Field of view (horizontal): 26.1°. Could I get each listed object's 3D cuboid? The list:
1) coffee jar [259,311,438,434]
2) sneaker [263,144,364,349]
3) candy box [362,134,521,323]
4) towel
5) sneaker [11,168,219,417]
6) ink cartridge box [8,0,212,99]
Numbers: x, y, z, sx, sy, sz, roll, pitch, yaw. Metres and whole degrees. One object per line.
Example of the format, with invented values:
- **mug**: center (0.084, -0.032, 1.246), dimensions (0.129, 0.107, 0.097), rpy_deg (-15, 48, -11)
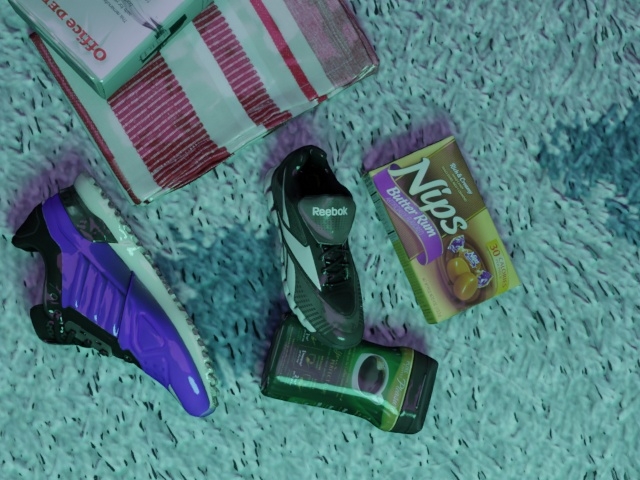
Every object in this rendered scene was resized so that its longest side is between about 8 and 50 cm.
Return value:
- **coffee jar**: center (0.033, 0.148, 1.511), dimensions (0.184, 0.079, 0.096), rpy_deg (18, 76, -5)
- **sneaker**: center (0.000, 0.000, 1.473), dimensions (0.078, 0.106, 0.234), rpy_deg (-6, 66, -24)
- **candy box**: center (0.136, -0.012, 1.555), dimensions (0.109, 0.053, 0.186), rpy_deg (-23, 89, -9)
- **towel**: center (-0.126, -0.214, 1.548), dimensions (0.329, 0.037, 0.237), rpy_deg (-31, 88, -9)
- **sneaker**: center (-0.227, 0.082, 1.479), dimensions (0.146, 0.102, 0.293), rpy_deg (-33, 85, -5)
- **ink cartridge box**: center (-0.213, -0.277, 1.487), dimensions (0.208, 0.087, 0.153), rpy_deg (-44, 88, -9)
